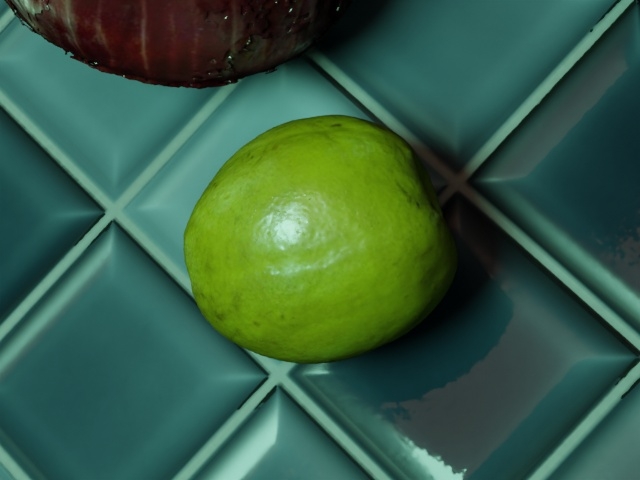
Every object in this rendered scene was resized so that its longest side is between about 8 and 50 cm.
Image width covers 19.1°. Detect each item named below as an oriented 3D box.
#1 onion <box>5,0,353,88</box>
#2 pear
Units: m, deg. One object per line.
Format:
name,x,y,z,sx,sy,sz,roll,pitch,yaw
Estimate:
onion,-0.095,-0.191,1.201,0.252,0.219,0.252,10,46,-10
pear,0.000,0.000,1.144,0.162,0.149,0.149,-18,71,17
